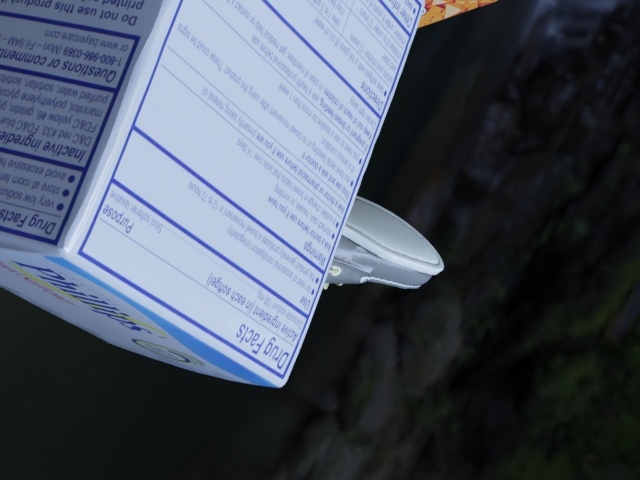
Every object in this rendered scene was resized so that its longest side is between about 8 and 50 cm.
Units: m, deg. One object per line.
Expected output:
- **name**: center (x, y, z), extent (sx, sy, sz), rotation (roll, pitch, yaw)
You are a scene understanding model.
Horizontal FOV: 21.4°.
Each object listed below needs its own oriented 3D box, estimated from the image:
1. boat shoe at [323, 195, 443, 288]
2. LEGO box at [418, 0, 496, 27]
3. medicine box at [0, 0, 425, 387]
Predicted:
- **boat shoe**: center (-0.001, -0.003, 1.892), extent (0.091, 0.305, 0.109), rotation (-57, -148, 22)
- **LEGO box**: center (0.016, -0.435, 1.557), extent (0.193, 0.373, 0.500), rotation (54, 21, -59)
- **medicine box**: center (-0.089, -0.090, 1.026), extent (0.263, 0.149, 0.289), rotation (39, 68, -57)
